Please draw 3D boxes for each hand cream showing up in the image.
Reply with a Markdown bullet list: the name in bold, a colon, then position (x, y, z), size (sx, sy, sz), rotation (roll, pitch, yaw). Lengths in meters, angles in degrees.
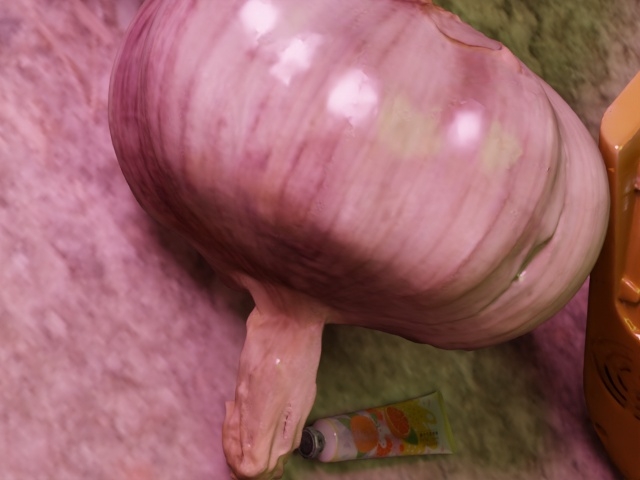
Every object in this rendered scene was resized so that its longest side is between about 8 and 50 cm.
- **hand cream**: position (0.031, 0.098, 0.876), size (0.102, 0.022, 0.035), rotation (-3, 71, -39)

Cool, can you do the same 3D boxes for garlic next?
- **garlic**: position (0.000, 0.000, 0.791), size (0.245, 0.245, 0.253), rotation (19, 100, -29)

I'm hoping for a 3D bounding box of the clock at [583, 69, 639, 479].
- **clock**: position (0.252, 0.041, 0.875), size (0.244, 0.317, 0.200), rotation (33, 54, 25)
